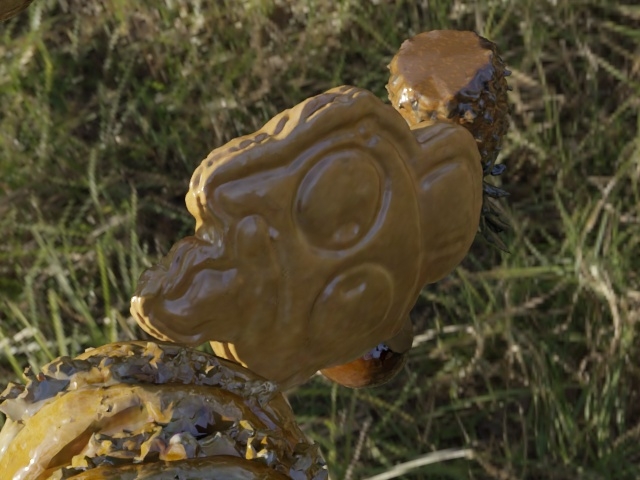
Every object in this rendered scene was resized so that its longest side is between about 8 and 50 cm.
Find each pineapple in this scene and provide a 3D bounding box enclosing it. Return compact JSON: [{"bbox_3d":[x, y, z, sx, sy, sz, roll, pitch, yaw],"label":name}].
[{"bbox_3d":[0.167,-0.098,1.607,0.166,0.364,0.165,-4,49,4],"label":"pineapple"}]

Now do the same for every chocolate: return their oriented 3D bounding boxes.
[{"bbox_3d":[0.046,0.141,1.831,0.177,0.176,0.176,-6,55,8],"label":"chocolate"}]

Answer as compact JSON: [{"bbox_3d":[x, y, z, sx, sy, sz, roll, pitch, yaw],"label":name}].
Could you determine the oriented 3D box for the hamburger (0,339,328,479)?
[{"bbox_3d":[-0.106,0.185,0.801,0.245,0.260,0.211,-41,20,9],"label":"hamburger"}]

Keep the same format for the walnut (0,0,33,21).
[{"bbox_3d":[-0.233,-0.208,0.779,0.155,0.155,0.184,1,57,12],"label":"walnut"}]

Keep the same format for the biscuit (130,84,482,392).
[{"bbox_3d":[0.003,0.001,1.115,0.376,0.269,0.051,-23,32,-28],"label":"biscuit"}]
